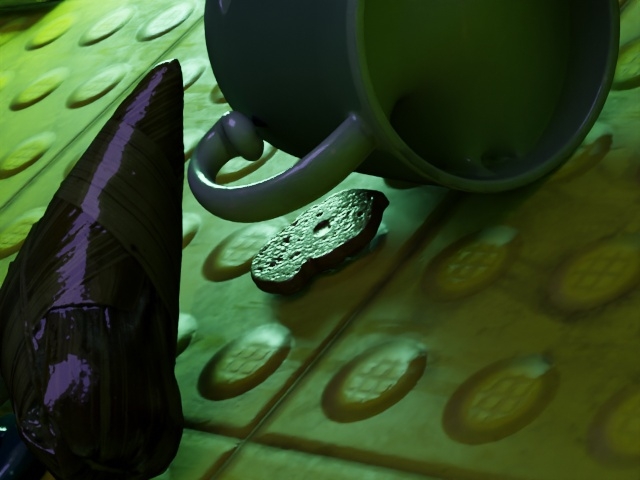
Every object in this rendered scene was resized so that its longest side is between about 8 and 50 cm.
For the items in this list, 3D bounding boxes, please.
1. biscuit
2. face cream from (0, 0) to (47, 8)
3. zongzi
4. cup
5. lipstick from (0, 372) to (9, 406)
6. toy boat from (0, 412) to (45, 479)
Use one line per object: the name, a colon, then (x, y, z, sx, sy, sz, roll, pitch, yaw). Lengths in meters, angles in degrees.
biscuit: (0.000, 0.000, 1.528, 0.130, 0.019, 0.102, -37, 26, -8)
face cream: (-0.433, -0.379, 2.588, 0.291, 0.071, 0.144, 3, 42, 50)
zongzi: (-0.150, 0.023, 1.429, 0.288, 0.134, 0.286, -61, 28, 15)
cup: (0.026, -0.143, 1.487, 0.356, 0.259, 0.274, -45, 27, -19)
lipstick: (-0.244, 0.067, 1.642, 0.063, 0.057, 0.186, 4, 41, 51)
toy boat: (-0.361, 0.222, 1.468, 0.299, 0.092, 0.134, -38, 23, -10)
